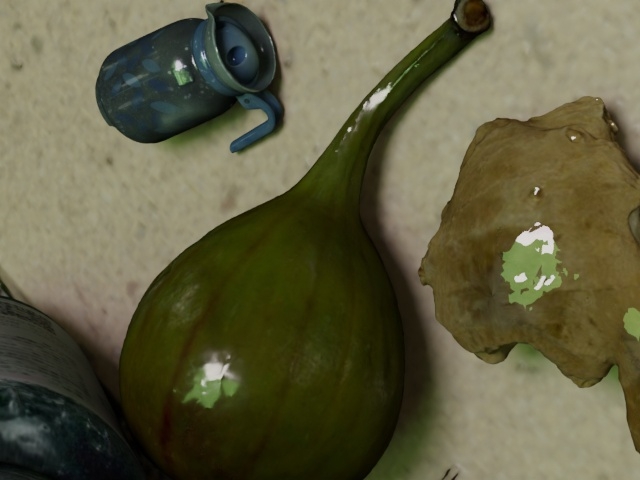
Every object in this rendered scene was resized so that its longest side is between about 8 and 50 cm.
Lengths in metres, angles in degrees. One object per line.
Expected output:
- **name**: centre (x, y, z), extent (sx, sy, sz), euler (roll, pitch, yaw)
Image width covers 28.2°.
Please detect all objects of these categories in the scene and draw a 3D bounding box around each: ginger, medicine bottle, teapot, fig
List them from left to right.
- **medicine bottle**: centre (-0.148, 0.112, 0.542), extent (0.293, 0.141, 0.141), euler (-158, 65, -72)
- **teapot**: centre (-0.062, -0.069, 0.594), extent (0.083, 0.049, 0.064), euler (-17, 87, 36)
- **fig**: centre (0.000, 0.000, 0.536), extent (0.124, 0.124, 0.236), euler (26, 93, 30)
- **ginger**: centre (0.096, 0.028, 0.484), extent (0.096, 0.067, 0.165), euler (-29, 80, 13)
